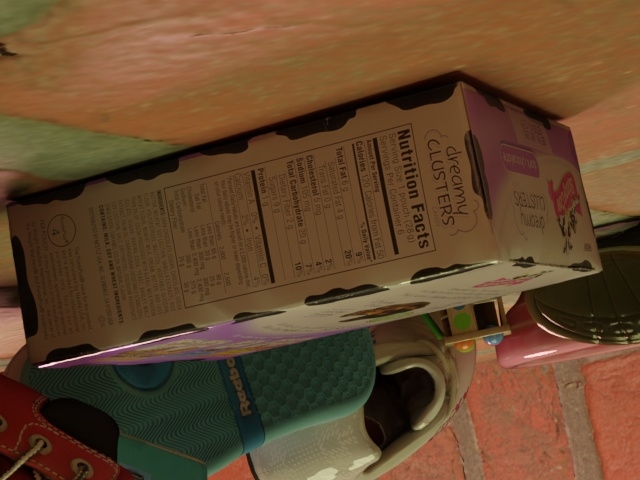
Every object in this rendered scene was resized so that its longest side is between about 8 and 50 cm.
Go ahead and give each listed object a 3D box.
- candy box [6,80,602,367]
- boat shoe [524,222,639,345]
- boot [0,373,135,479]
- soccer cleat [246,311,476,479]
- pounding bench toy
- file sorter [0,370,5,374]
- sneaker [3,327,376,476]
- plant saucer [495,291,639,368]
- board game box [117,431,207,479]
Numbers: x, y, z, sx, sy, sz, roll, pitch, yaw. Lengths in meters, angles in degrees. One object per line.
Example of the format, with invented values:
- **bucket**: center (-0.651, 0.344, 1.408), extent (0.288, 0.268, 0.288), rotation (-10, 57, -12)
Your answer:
- **candy box**: center (0.000, 0.000, 0.685), extent (0.196, 0.070, 0.165), rotation (-14, 172, 21)
- **boat shoe**: center (0.263, 0.018, 1.218), extent (0.223, 0.080, 0.073), rotation (-14, -156, 23)
- **boot**: center (-0.151, 0.068, 0.563), extent (0.176, 0.088, 0.244), rotation (28, -176, 7)
- **soccer cleat**: center (0.072, 0.121, 1.344), extent (0.143, 0.116, 0.331), rotation (-26, -176, 36)
- **pounding bench toy**: center (0.103, 0.056, 1.291), extent (0.083, 0.065, 0.052), rotation (-12, 173, 6)
- **file sorter**: center (-0.304, 0.220, 1.372), extent (0.182, 0.202, 0.290), rotation (-7, 172, -24)
- **sneaker**: center (-0.130, 0.114, 1.139), extent (0.208, 0.127, 0.319), rotation (-19, 169, 40)
- **plant saucer**: center (0.307, 0.038, 1.409), extent (0.332, 0.084, 0.332), rotation (-11, 172, -1)
- **board game box**: center (-0.262, 0.136, 0.883), extent (0.253, 0.079, 0.336), rotation (-16, 151, 31)
